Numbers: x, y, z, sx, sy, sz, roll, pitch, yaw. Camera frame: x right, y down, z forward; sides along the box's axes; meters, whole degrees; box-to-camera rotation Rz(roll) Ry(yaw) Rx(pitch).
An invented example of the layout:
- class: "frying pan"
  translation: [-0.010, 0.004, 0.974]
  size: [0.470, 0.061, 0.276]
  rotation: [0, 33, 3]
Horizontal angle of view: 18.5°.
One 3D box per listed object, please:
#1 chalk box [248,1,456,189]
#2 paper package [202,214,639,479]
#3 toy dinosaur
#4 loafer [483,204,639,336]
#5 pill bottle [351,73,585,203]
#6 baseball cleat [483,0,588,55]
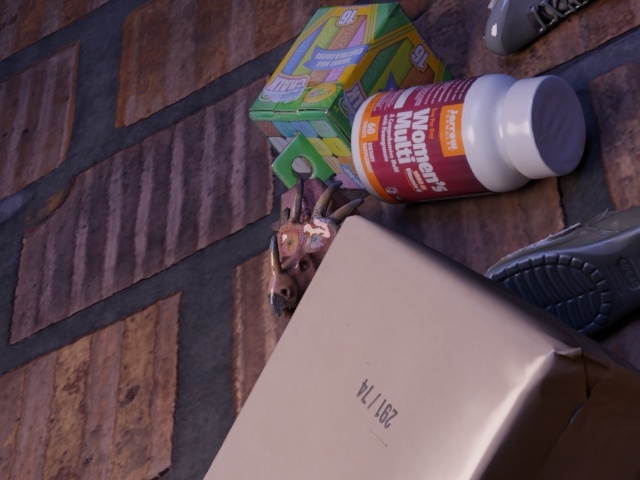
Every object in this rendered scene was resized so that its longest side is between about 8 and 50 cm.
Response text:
- class: "chalk box"
  translation: [0.024, -0.140, 2.148]
  size: [0.132, 0.132, 0.213]
  rotation: [3, 54, 46]
- class: "paper package"
  translation: [0.088, 0.179, 1.615]
  size: [0.309, 0.168, 0.325]
  rotation: [-60, 36, 4]
- class: "toy dinosaur"
  translation: [0.000, 0.000, 1.946]
  size: [0.127, 0.200, 0.296]
  rotation: [-37, 33, 5]
- class: "loafer"
  translation: [0.256, 0.026, 1.788]
  size: [0.251, 0.094, 0.087]
  rotation: [-18, 14, 15]
- class: "pill bottle"
  translation: [0.150, -0.105, 1.995]
  size: [0.221, 0.121, 0.121]
  rotation: [-6, 46, 40]
- class: "baseball cleat"
  translation: [0.268, -0.274, 2.123]
  size: [0.206, 0.072, 0.109]
  rotation: [-49, 41, -7]
